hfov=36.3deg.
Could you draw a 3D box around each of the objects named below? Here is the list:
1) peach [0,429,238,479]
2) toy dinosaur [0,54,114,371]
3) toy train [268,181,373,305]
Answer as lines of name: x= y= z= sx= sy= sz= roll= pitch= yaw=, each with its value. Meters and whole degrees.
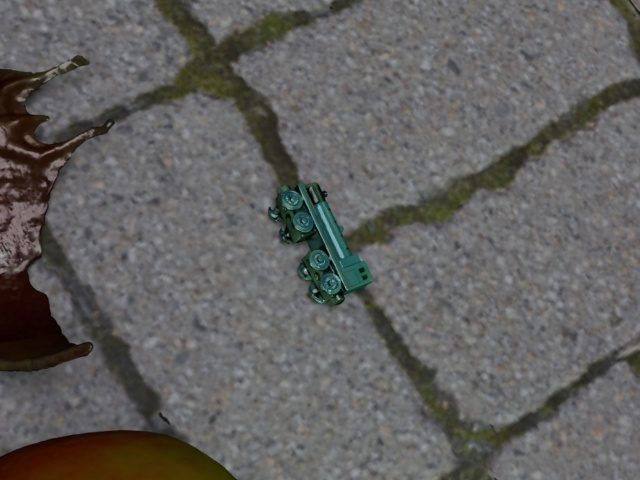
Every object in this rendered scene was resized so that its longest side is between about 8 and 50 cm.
peach: x=-0.117 y=0.214 z=0.488 sx=0.231 sy=0.231 sz=0.230 roll=4 pitch=73 yaw=-14
toy dinosaur: x=-0.230 y=-0.082 z=0.595 sx=0.207 sy=0.113 sz=0.327 roll=5 pitch=71 yaw=-13
toy train: x=0.000 y=0.000 z=0.676 sx=0.045 sy=0.029 sz=0.092 roll=-20 pitch=79 yaw=-27
